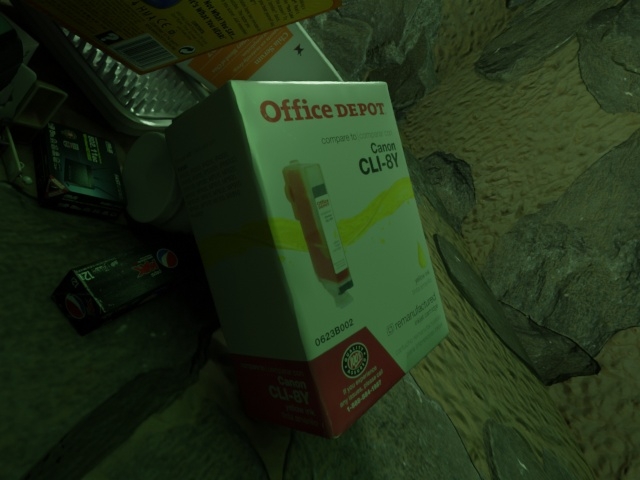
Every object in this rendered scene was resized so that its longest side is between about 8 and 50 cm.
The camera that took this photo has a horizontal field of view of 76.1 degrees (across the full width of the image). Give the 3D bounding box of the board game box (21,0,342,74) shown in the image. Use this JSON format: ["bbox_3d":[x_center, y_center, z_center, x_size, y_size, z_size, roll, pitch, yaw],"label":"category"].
[{"bbox_3d":[-0.201,-0.480,0.485,0.356,0.357,0.355,-13,89,-82],"label":"board game box"}]

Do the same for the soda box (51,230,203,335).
[{"bbox_3d":[-0.219,0.044,0.491,0.060,0.053,0.169,52,26,1],"label":"soda box"}]

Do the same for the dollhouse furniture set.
[{"bbox_3d":[-0.337,-0.119,0.450,0.091,0.114,0.081,3,57,-60],"label":"dollhouse furniture set"}]

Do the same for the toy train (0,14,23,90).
[{"bbox_3d":[-0.408,-0.144,0.305,0.190,0.142,0.333,45,39,-27],"label":"toy train"}]

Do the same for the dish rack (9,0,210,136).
[{"bbox_3d":[-0.351,-0.313,0.728,0.332,0.072,0.285,50,25,0],"label":"dish rack"}]

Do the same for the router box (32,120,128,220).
[{"bbox_3d":[-0.313,-0.091,0.534,0.092,0.038,0.122,14,44,-52],"label":"router box"}]

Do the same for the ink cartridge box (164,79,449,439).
[{"bbox_3d":[0.000,0.000,0.546,0.279,0.161,0.384,-21,97,-44],"label":"ink cartridge box"}]

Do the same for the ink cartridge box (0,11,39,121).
[{"bbox_3d":[-0.415,-0.227,0.474,0.180,0.104,0.060,42,25,-20],"label":"ink cartridge box"}]

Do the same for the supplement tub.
[{"bbox_3d":[-0.173,-0.077,0.619,0.200,0.144,0.144,6,50,-56],"label":"supplement tub"}]

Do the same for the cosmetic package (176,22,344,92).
[{"bbox_3d":[-0.122,-0.411,0.960,0.453,0.230,0.161,21,36,-60],"label":"cosmetic package"}]
